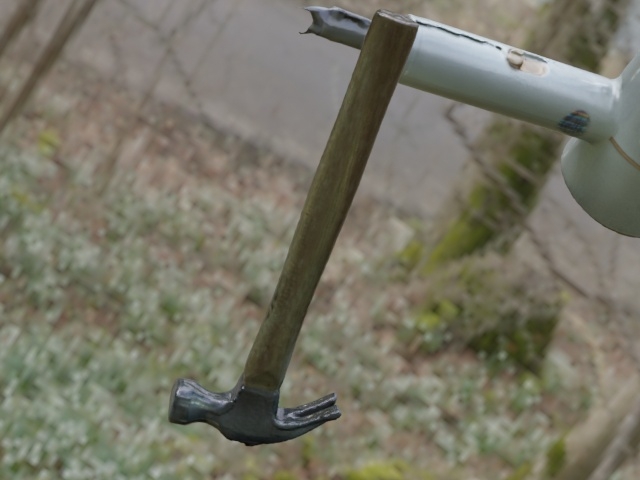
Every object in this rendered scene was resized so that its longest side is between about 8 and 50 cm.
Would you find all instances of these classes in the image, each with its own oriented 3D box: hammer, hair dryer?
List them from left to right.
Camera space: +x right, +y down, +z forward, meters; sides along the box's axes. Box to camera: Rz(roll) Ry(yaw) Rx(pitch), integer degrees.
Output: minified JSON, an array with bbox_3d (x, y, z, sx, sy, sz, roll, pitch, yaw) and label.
[{"bbox_3d":[0.000,0.000,0.726,0.062,0.182,0.017,17,25,-10],"label":"hammer"},{"bbox_3d":[0.151,-0.122,1.475,0.357,0.173,0.107,14,47,-17],"label":"hair dryer"}]
